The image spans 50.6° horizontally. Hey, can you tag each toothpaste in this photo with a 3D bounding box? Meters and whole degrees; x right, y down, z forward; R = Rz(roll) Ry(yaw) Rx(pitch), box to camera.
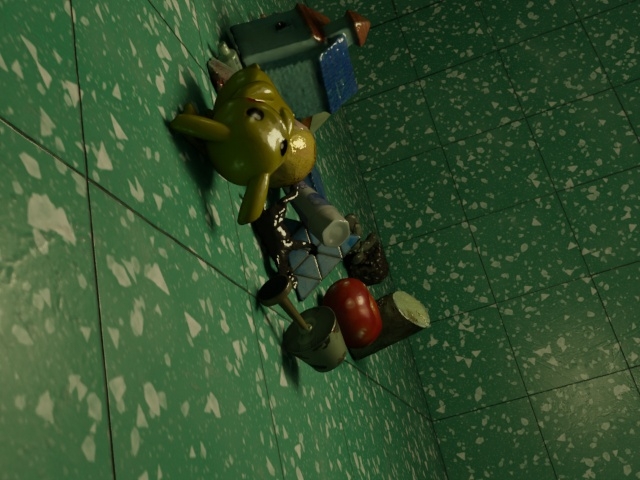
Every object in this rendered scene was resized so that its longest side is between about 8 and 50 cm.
[{"bbox_3d":[-0.185,-0.361,1.618,0.069,0.047,0.268,53,-8,42],"label":"toothpaste"},{"bbox_3d":[-0.051,-0.104,1.618,0.371,0.080,0.125,46,-12,49],"label":"toothpaste"}]

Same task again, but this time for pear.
[{"bbox_3d":[-0.097,-0.199,1.476,0.178,0.178,0.178,-18,90,-80],"label":"pear"}]

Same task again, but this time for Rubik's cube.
[{"bbox_3d":[0.000,0.000,1.618,0.211,0.178,0.190,-92,158,-61],"label":"Rubik's cube"}]

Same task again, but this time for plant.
[{"bbox_3d":[0.141,0.040,2.357,0.146,0.149,0.274,-98,163,-46],"label":"plant"}]

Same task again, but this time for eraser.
[{"bbox_3d":[-0.004,-0.089,2.008,0.144,0.043,0.312,52,22,-63],"label":"eraser"}]

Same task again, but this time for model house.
[{"bbox_3d":[-0.028,-0.455,1.695,0.295,0.329,0.251,-110,175,-47],"label":"model house"}]

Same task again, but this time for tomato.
[{"bbox_3d":[0.079,0.193,1.794,0.195,0.136,0.195,-21,90,-78],"label":"tomato"}]

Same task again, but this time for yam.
[{"bbox_3d":[0.179,0.244,1.980,0.154,0.254,0.154,52,21,-29],"label":"yam"}]

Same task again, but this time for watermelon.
[{"bbox_3d":[-0.195,-0.324,1.509,0.180,0.081,0.094,61,39,-23],"label":"watermelon"}]

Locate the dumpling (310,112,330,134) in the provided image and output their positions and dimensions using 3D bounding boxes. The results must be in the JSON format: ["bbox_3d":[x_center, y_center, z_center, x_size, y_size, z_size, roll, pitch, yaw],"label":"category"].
[{"bbox_3d":[-0.070,-0.467,1.955,0.270,0.320,0.212,39,29,4],"label":"dumpling"}]

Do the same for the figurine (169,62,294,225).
[{"bbox_3d":[-0.145,-0.204,1.240,0.218,0.169,0.326,49,17,-24],"label":"figurine"}]

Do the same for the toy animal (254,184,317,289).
[{"bbox_3d":[-0.082,-0.013,1.440,0.148,0.084,0.232,-53,129,-63],"label":"toy animal"}]

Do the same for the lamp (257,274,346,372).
[{"bbox_3d":[-0.032,0.162,1.325,0.214,0.121,0.121,55,17,-29],"label":"lamp"}]

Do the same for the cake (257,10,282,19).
[{"bbox_3d":[-0.142,-0.657,2.232,0.287,0.098,0.135,63,14,-59],"label":"cake"}]

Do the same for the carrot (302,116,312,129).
[{"bbox_3d":[-0.056,-0.334,1.870,0.070,0.070,0.260,-82,-175,-68],"label":"carrot"}]
